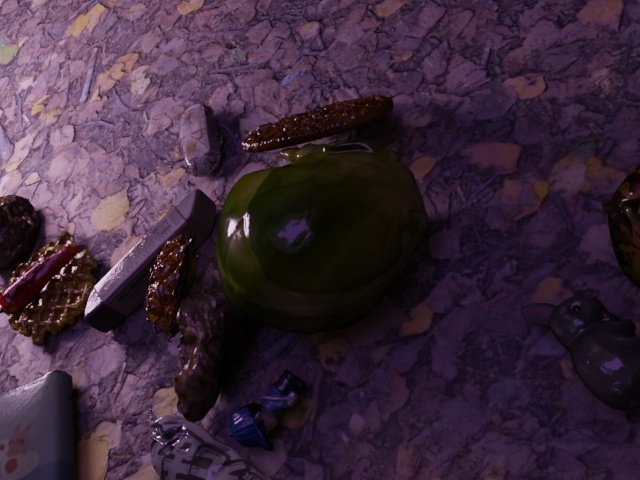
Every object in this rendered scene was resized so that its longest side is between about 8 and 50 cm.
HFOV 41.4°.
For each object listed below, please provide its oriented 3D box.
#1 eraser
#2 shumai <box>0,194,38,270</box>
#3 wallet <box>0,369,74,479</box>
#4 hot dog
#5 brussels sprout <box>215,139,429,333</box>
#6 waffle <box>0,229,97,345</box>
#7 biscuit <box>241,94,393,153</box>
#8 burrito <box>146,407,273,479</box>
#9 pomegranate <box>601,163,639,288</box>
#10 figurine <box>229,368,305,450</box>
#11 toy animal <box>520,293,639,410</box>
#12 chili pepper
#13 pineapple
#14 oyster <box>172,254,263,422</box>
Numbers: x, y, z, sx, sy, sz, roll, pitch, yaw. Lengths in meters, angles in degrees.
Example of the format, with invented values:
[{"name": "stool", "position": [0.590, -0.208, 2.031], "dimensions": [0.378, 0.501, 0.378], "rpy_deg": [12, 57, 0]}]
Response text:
[{"name": "eraser", "position": [-0.345, 0.044, 1.734], "dimensions": [0.352, 0.089, 0.061], "rpy_deg": [-44, 54, 0]}, {"name": "shumai", "position": [-0.777, -0.041, 1.982], "dimensions": [0.166, 0.175, 0.205], "rpy_deg": [-20, 51, 19]}, {"name": "wallet", "position": [-0.590, 0.447, 1.649], "dimensions": [0.252, 0.083, 0.360], "rpy_deg": [-22, 53, 12]}, {"name": "hot dog", "position": [-0.264, -0.218, 1.865], "dimensions": [0.099, 0.053, 0.192], "rpy_deg": [-28, 55, 15]}, {"name": "brussels sprout", "position": [0.000, 0.000, 1.440], "dimensions": [0.371, 0.275, 0.314], "rpy_deg": [-17, 37, 8]}, {"name": "waffle", "position": [-0.595, 0.104, 1.866], "dimensions": [0.243, 0.059, 0.238], "rpy_deg": [-41, 51, 2]}, {"name": "biscuit", "position": [-0.008, -0.226, 1.604], "dimensions": [0.305, 0.038, 0.305], "rpy_deg": [-16, 14, 4]}, {"name": "burrito", "position": [-0.164, 0.416, 1.403], "dimensions": [0.446, 0.101, 0.139], "rpy_deg": [29, 91, 36]}, {"name": "pomegranate", "position": [0.501, -0.030, 1.156], "dimensions": [0.204, 0.276, 0.222], "rpy_deg": [-34, 59, 5]}, {"name": "figurine", "position": [-0.089, 0.290, 1.450], "dimensions": [0.149, 0.087, 0.086], "rpy_deg": [-54, 13, -8]}, {"name": "toy animal", "position": [0.389, 0.139, 1.225], "dimensions": [0.236, 0.138, 0.108], "rpy_deg": [48, 126, 36]}, {"name": "chili pepper", "position": [-0.625, 0.093, 1.829], "dimensions": [0.268, 0.050, 0.059], "rpy_deg": [-42, 48, -4]}, {"name": "pineapple", "position": [-0.282, 0.083, 1.596], "dimensions": [0.076, 0.225, 0.224], "rpy_deg": [11, 66, 1]}, {"name": "oyster", "position": [-0.180, 0.155, 1.546], "dimensions": [0.110, 0.166, 0.341], "rpy_deg": [4, 54, 35]}]
